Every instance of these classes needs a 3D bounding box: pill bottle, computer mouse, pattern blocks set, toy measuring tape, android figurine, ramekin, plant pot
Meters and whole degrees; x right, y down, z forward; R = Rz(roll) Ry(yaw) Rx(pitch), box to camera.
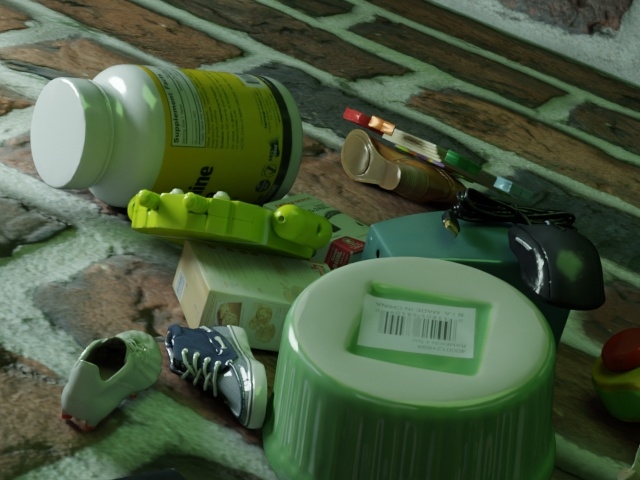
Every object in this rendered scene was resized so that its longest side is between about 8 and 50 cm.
[{"bbox_3d":[-0.203,-0.135,2.068,0.334,0.188,0.188,0,28,-39],"label":"pill bottle"},{"bbox_3d":[0.241,-0.005,1.859,0.184,0.060,0.262,10,24,-6],"label":"computer mouse"},{"bbox_3d":[0.188,-0.131,2.485,0.285,0.026,0.325,25,2,-20],"label":"pattern blocks set"},{"bbox_3d":[0.370,0.201,1.872,0.121,0.121,0.330,23,39,10],"label":"toy measuring tape"},{"bbox_3d":[-0.118,-0.020,1.890,0.248,0.056,0.273,4,-9,30],"label":"android figurine"},{"bbox_3d":[0.094,0.145,1.573,0.303,0.148,0.303,3,32,-2],"label":"ramekin"},{"bbox_3d":[0.171,0.058,1.948,0.234,0.166,0.165,7,24,-19],"label":"plant pot"}]

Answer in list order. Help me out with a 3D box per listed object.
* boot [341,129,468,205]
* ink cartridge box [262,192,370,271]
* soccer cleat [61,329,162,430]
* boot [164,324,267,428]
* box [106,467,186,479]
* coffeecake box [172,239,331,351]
[{"bbox_3d":[0.131,-0.105,2.452,0.152,0.073,0.197,13,19,-36],"label":"boot"},{"bbox_3d":[0.000,0.000,2.076,0.150,0.063,0.109,29,24,24],"label":"ink cartridge box"},{"bbox_3d":[-0.204,0.125,1.587,0.068,0.076,0.196,22,21,8],"label":"soccer cleat"},{"bbox_3d":[-0.113,0.143,1.649,0.086,0.069,0.190,5,16,-15],"label":"boot"},{"bbox_3d":[-0.140,0.329,1.004,0.312,0.179,0.343,-3,30,-46],"label":"box"},{"bbox_3d":[-0.067,0.070,1.842,0.185,0.068,0.142,10,21,-21],"label":"coffeecake box"}]
